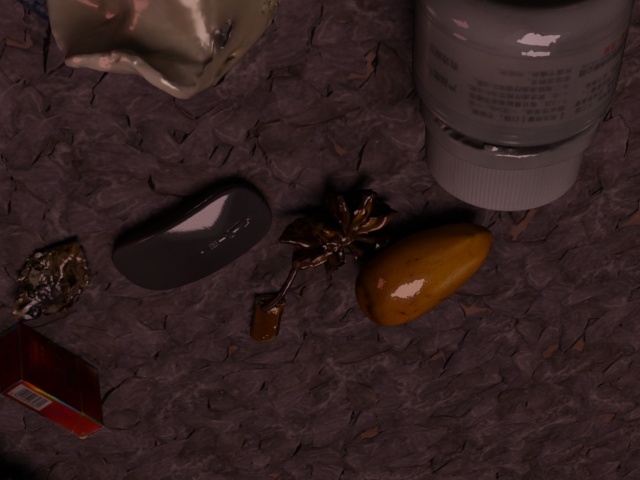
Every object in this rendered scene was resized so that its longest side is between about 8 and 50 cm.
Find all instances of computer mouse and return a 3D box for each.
[{"bbox_3d":[-0.177,0.001,1.726,0.232,0.057,0.120,-27,137,13],"label":"computer mouse"}]

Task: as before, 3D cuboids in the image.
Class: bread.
[{"bbox_3d":[-0.080,0.118,1.896,0.047,0.036,0.083,0,134,-12],"label":"bread"}]

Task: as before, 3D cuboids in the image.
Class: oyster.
[{"bbox_3d":[-0.369,0.059,1.738,0.103,0.051,0.148,0,126,-27],"label":"oyster"}]

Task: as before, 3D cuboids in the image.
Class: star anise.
[{"bbox_3d":[-0.001,0.003,1.760,0.234,0.073,0.177,-31,147,-7],"label":"star anise"}]

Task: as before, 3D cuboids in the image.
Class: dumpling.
[{"bbox_3d":[-0.158,-0.296,1.310,0.242,0.318,0.187,12,166,13],"label":"dumpling"}]

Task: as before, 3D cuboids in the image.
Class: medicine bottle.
[{"bbox_3d":[0.230,-0.209,1.482,0.245,0.245,0.306,-8,138,-8],"label":"medicine bottle"}]

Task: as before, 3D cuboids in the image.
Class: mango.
[{"bbox_3d":[0.153,0.043,1.821,0.219,0.112,0.145,-28,163,4],"label":"mango"}]

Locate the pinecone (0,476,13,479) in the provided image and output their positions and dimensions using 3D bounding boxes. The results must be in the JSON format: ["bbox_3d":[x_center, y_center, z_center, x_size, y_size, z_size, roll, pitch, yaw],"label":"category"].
[{"bbox_3d":[-0.609,0.555,1.972,0.384,0.384,0.384,-8,138,-8],"label":"pinecone"}]

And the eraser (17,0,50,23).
[{"bbox_3d":[-0.310,-0.293,1.347,0.046,0.092,0.212,-37,135,21],"label":"eraser"}]

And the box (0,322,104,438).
[{"bbox_3d":[-0.396,0.208,1.843,0.048,0.112,0.175,-33,136,17],"label":"box"}]
